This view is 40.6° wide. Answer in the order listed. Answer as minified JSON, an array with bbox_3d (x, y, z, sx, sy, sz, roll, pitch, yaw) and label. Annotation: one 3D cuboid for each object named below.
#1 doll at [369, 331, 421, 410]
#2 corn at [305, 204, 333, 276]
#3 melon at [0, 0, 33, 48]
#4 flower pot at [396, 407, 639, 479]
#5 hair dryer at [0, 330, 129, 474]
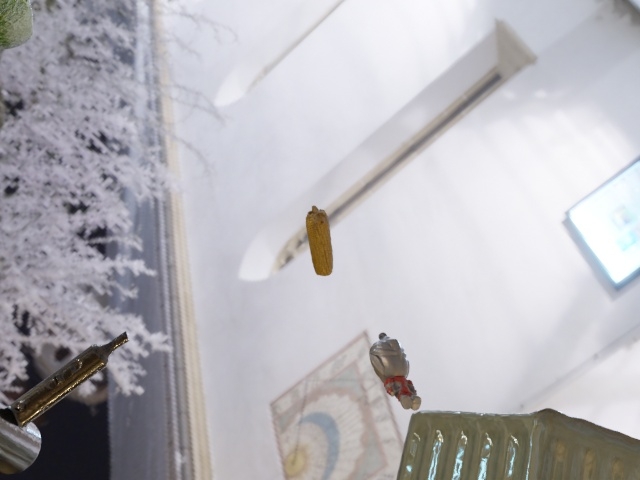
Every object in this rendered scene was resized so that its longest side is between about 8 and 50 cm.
[{"bbox_3d":[0.141,0.249,1.660,0.094,0.079,0.180,11,-142,-31],"label":"doll"},{"bbox_3d":[0.000,0.000,0.961,0.028,0.027,0.083,-150,47,-62],"label":"corn"},{"bbox_3d":[-0.385,-0.270,1.000,0.114,0.053,0.262,51,166,-12],"label":"melon"},{"bbox_3d":[0.160,0.250,0.669,0.239,0.209,0.189,65,-143,-60],"label":"flower pot"},{"bbox_3d":[-0.352,0.183,1.091,0.078,0.248,0.195,46,165,20],"label":"hair dryer"}]
